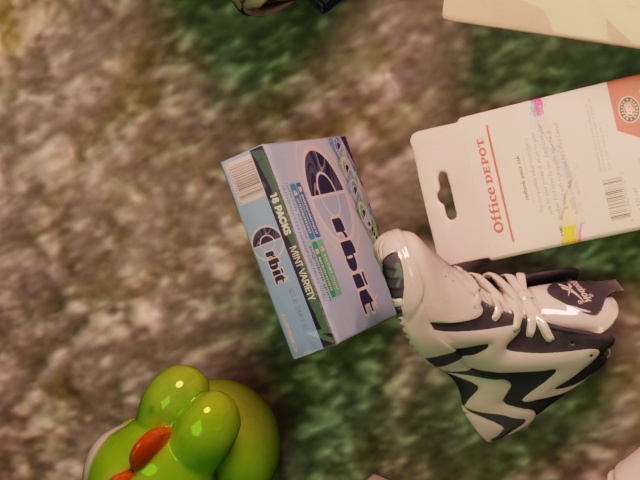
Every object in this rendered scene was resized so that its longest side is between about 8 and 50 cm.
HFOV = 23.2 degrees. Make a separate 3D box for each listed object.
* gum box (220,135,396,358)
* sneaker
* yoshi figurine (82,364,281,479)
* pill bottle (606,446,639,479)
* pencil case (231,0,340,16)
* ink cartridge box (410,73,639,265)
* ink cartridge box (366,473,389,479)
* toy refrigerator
[{"bbox_3d":[0.000,0.000,1.219,0.041,0.184,0.157,-21,89,21],"label":"gum box"},{"bbox_3d":[0.146,0.047,1.177,0.153,0.094,0.235,-29,126,9],"label":"sneaker"},{"bbox_3d":[-0.141,0.254,1.325,0.203,0.203,0.362,25,115,-11],"label":"yoshi figurine"},{"bbox_3d":[0.200,0.262,1.202,0.229,0.131,0.131,-43,81,20],"label":"pill bottle"},{"bbox_3d":[-0.098,-0.370,1.232,0.410,0.183,0.160,54,139,8],"label":"pencil case"},{"bbox_3d":[0.180,-0.054,1.208,0.198,0.067,0.115,-12,92,20],"label":"ink cartridge box"},{"bbox_3d":[0.027,0.289,1.233,0.085,0.203,0.148,22,104,15],"label":"ink cartridge box"},{"bbox_3d":[0.237,-0.189,1.153,0.269,0.102,0.094,11,100,20],"label":"toy refrigerator"}]
